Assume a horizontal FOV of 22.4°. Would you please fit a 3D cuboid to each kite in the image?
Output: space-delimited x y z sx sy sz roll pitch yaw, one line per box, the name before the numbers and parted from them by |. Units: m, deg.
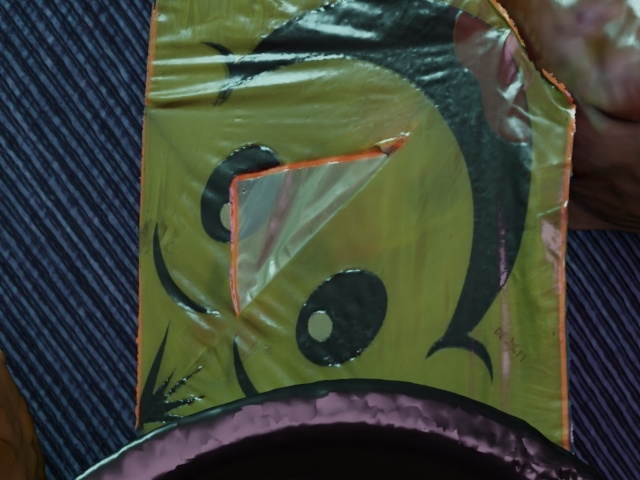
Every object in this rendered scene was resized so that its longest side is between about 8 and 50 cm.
kite | -0.001 0.000 0.893 0.327 0.013 0.377 -45 66 18

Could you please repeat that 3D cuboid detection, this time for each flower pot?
flower pot | -0.018 0.260 0.819 0.379 0.251 0.379 1 86 -10

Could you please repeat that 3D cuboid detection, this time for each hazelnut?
hazelnut | 0.204 -0.102 0.926 0.261 0.261 0.241 28 105 -6

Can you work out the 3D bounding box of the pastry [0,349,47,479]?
pastry | -0.280 0.119 0.814 0.284 0.184 0.315 -17 115 1
